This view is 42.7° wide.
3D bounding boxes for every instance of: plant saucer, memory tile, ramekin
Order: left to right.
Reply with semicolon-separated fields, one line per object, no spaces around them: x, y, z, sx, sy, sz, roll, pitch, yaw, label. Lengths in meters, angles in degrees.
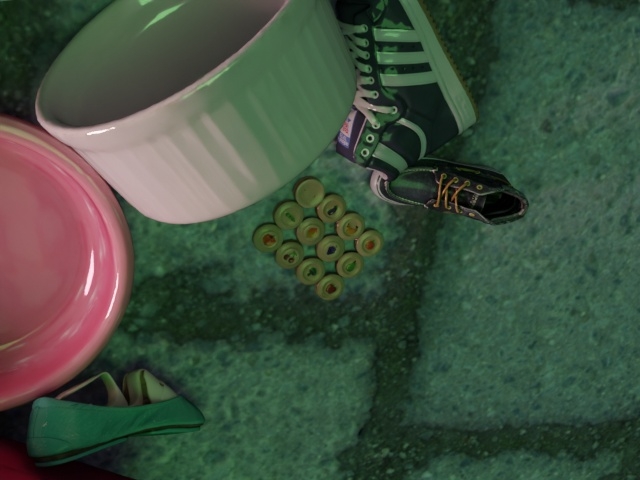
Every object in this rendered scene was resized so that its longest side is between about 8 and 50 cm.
-0.361;0.020;0.827;0.332;0.084;0.332;-7;116;-16;plant saucer
-0.102;-0.144;0.741;0.277;0.277;0.135;-35;129;-1;ramekin
0.000;0.000;0.988;0.148;0.012;0.113;39;96;-29;memory tile

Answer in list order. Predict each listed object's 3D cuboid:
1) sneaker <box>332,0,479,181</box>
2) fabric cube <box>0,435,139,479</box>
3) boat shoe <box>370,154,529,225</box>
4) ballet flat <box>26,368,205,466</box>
0.048;-0.184;0.869;0.153;0.099;0.282;-40;123;-1;sneaker
-0.332;0.351;0.814;0.258;0.259;0.254;21;82;-5;fabric cube
0.156;-0.060;0.974;0.184;0.083;0.065;1;113;-20;boat shoe
-0.222;0.190;0.928;0.247;0.083;0.087;3;79;-56;ballet flat
